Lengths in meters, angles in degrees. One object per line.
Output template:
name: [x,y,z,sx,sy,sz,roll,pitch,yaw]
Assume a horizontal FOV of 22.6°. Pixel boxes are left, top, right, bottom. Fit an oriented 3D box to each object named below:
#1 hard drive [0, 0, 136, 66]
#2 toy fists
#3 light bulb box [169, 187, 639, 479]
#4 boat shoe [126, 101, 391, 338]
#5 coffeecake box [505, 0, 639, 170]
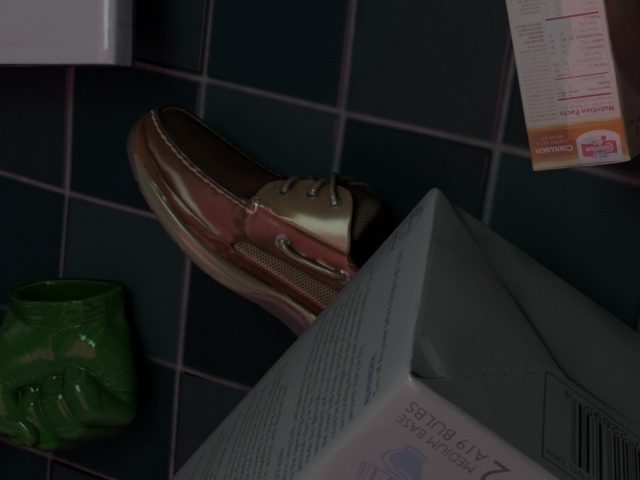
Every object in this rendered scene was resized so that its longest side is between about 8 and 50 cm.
hard drive: [-0.232,-0.294,1.228,0.210,0.040,0.318,3,93,28]
toy fists: [-0.277,0.111,1.374,0.279,0.096,0.142,-1,105,27]
light bulb box: [0.097,0.230,1.066,0.358,0.225,0.361,35,120,-10]
boat shoe: [0.000,0.000,1.187,0.324,0.123,0.116,41,116,2]
coffeecake box: [0.176,-0.151,1.025,0.068,0.142,0.185,-5,102,30]
